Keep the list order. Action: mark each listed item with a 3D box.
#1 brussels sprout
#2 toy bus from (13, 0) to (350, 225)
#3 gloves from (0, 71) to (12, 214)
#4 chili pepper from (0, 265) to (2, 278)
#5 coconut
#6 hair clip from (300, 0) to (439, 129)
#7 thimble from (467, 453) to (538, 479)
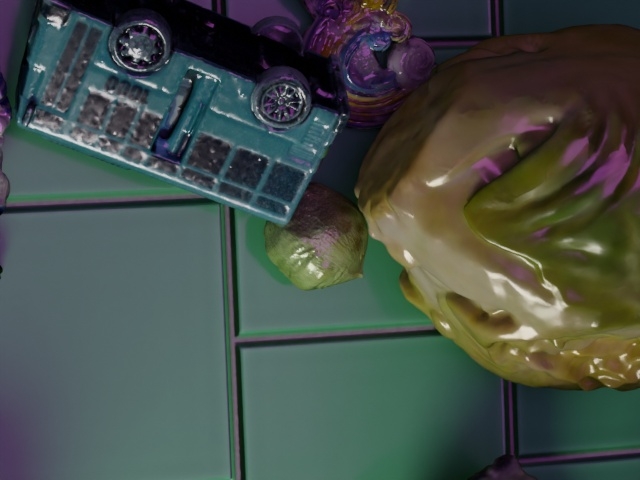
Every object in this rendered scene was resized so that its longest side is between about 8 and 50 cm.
[{"bbox_3d":[0.209,-0.025,1.429,0.344,0.268,0.344,-1,98,-10],"label":"brussels sprout"},{"bbox_3d":[-0.118,-0.122,1.400,0.256,0.128,0.147,20,116,-15],"label":"toy bus"},{"bbox_3d":[-0.305,-0.123,1.386,0.097,0.119,0.229,-35,115,-54],"label":"gloves"},{"bbox_3d":[-0.320,0.035,1.419,0.118,0.035,0.055,-33,112,-21],"label":"chili pepper"},{"bbox_3d":[0.000,0.000,1.473,0.096,0.088,0.088,37,83,-8],"label":"coconut"},{"bbox_3d":[0.032,-0.161,1.497,0.116,0.049,0.172,-32,108,2],"label":"hair clip"},{"bbox_3d":[0.168,0.317,1.459,0.157,0.217,0.245,-36,87,-11],"label":"thimble"}]
